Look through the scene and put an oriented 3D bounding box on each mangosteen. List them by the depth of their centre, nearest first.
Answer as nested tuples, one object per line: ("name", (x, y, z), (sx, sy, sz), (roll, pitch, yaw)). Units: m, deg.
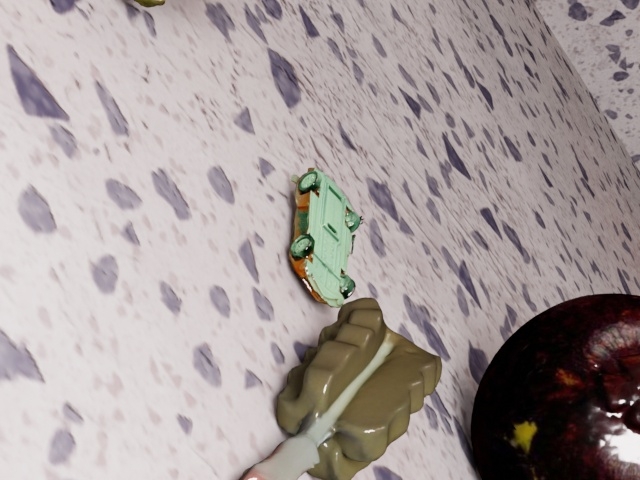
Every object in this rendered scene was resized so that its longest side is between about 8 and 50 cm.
("mangosteen", (0.237, 0.165, 0.950), (0.265, 0.228, 0.228), (87, -13, -65))

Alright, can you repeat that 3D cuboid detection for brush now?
("brush", (-0.009, 0.120, 0.657), (0.084, 0.071, 0.301), (45, 31, 2))

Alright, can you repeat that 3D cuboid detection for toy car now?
("toy car", (0.000, 0.000, 0.841), (0.059, 0.035, 0.122), (46, 35, -34))

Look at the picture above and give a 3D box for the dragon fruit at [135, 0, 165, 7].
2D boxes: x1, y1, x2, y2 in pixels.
("dragon fruit", (-0.083, -0.262, 0.742), (0.224, 0.224, 0.227), (36, 28, -48))
